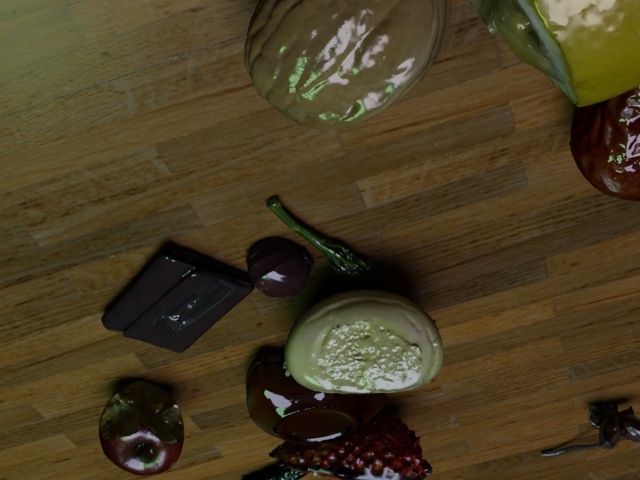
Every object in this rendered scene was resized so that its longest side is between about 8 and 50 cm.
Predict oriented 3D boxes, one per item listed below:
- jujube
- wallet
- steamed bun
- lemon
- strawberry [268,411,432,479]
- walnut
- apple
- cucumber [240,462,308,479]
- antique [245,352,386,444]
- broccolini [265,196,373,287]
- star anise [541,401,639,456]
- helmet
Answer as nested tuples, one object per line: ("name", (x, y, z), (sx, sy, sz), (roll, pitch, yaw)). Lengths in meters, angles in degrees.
("jujube", (0.439, -0.178, 1.225), (0.190, 0.190, 0.255), (-9, 131, 1))
("wallet", (-0.243, 0.107, 1.520), (0.182, 0.049, 0.229), (23, 131, -34))
("steamed bun", (0.065, 0.160, 1.522), (0.273, 0.232, 0.166), (-1, 94, 4))
("lemon", (0.295, -0.340, 0.907), (0.364, 0.364, 0.364), (-5, 138, -4))
("strawberry", (0.062, 0.407, 1.808), (0.306, 0.137, 0.233), (11, 179, -18))
("walnut", (0.028, -0.245, 1.060), (0.225, 0.225, 0.261), (29, 125, -34))
("apple", (-0.334, 0.352, 1.693), (0.156, 0.158, 0.147), (1, 123, -9))
("cucumber", (-0.079, 0.510, 1.990), (0.215, 0.052, 0.058), (-31, 105, 21))
("antique", (-0.012, 0.296, 1.704), (0.278, 0.129, 0.223), (19, 131, -30))
("broccolini", (0.000, 0.000, 1.450), (0.054, 0.051, 0.239), (-29, 128, 30))
("star anise", (0.597, 0.452, 1.975), (0.218, 0.148, 0.227), (25, 133, 27))
("helmet", (-0.064, 0.056, 1.473), (0.123, 0.070, 0.098), (31, 125, -34))
